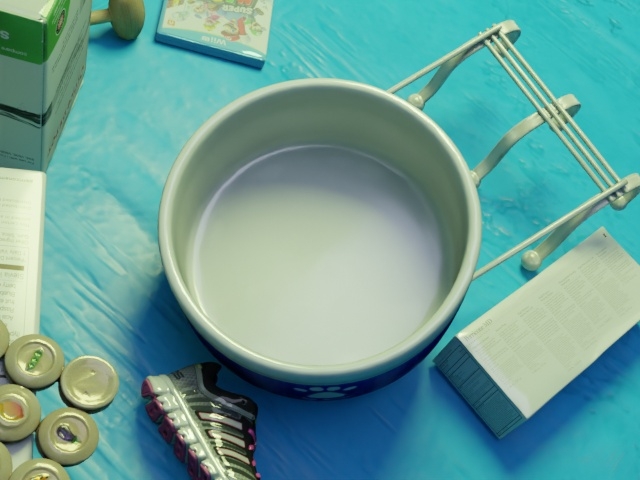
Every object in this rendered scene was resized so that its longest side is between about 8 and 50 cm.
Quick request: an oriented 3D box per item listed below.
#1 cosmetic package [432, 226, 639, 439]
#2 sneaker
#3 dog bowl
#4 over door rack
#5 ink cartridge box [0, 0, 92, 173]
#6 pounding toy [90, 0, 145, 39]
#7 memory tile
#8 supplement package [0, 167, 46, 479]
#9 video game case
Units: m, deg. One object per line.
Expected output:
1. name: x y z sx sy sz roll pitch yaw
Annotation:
1. cosmetic package: 0.226 0.084 0.935 0.239 0.060 0.099 -30 74 -33
2. sneaker: -0.071 0.164 0.770 0.075 0.063 0.170 -29 66 -26
3. dog bowl: 0.000 0.000 0.827 0.265 0.104 0.264 0 68 1
4. over door rack: 0.128 -0.063 0.981 0.324 0.108 0.239 -28 70 -17
5. ink cartridge box: -0.258 -0.176 0.836 0.087 0.208 0.153 15 53 -7
6. pounding toy: -0.292 -0.298 0.936 0.270 0.154 0.154 23 53 -4
7. memory tile: -0.192 0.117 0.569 0.113 0.012 0.148 26 51 -9
8. supplement package: -0.286 0.111 0.653 0.175 0.177 0.292 5 57 -20
9. video game case: -0.112 -0.269 1.071 0.119 0.015 0.166 13 55 -12
